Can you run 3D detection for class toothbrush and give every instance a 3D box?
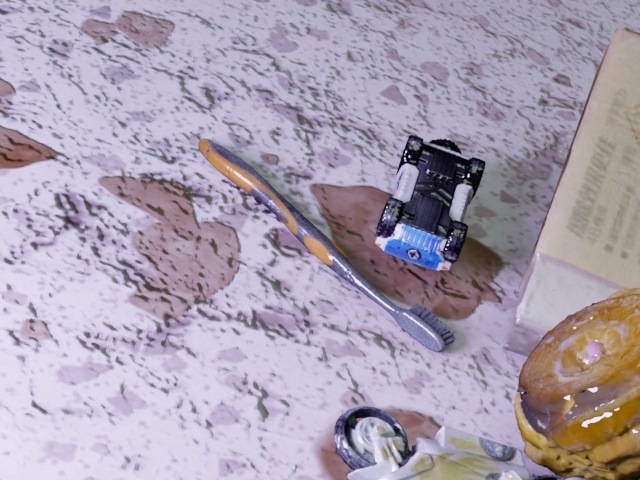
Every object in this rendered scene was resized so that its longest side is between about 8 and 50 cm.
[{"bbox_3d":[-0.002,0.001,1.787,0.321,0.023,0.031,39,35,22],"label":"toothbrush"}]

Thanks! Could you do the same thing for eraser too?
[{"bbox_3d":[0.286,-0.030,1.808,0.144,0.078,0.343,22,61,3],"label":"eraser"}]

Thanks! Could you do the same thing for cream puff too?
[{"bbox_3d":[0.250,0.134,1.617,0.129,0.189,0.189,52,33,-19],"label":"cream puff"}]

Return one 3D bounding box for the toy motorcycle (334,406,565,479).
[{"bbox_3d":[0.109,0.216,1.530,0.229,0.074,0.151,23,46,-10],"label":"toy motorcycle"}]

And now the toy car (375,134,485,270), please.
[{"bbox_3d":[0.102,-0.035,1.836,0.080,0.070,0.170,19,39,0],"label":"toy car"}]

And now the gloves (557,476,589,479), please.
[{"bbox_3d":[0.175,0.239,1.416,0.127,0.212,0.111,39,42,24],"label":"gloves"}]
